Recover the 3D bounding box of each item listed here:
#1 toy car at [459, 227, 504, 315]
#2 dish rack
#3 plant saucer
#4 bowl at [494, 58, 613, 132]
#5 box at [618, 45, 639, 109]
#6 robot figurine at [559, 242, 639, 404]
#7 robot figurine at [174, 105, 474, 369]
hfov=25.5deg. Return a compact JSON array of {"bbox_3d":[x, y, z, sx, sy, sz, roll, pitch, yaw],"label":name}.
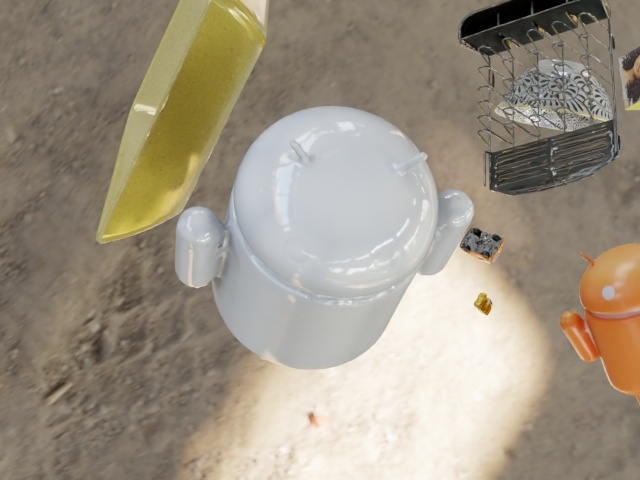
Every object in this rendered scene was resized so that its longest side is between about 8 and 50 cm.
[{"bbox_3d":[0.201,0.043,1.803,0.040,0.060,0.122,51,49,-46],"label":"toy car"},{"bbox_3d":[0.288,-0.195,1.837,0.074,0.208,0.271,33,51,-46],"label":"dish rack"},{"bbox_3d":[-0.140,-0.190,1.595,0.081,0.332,0.333,23,30,-13],"label":"plant saucer"},{"bbox_3d":[0.333,-0.206,1.970,0.170,0.170,0.080,11,86,-28],"label":"bowl"},{"bbox_3d":[0.516,-0.259,2.040,0.058,0.232,0.087,-1,78,-20],"label":"box"},{"bbox_3d":[0.385,0.098,1.694,0.128,0.158,0.219,-33,111,-31],"label":"robot figurine"},{"bbox_3d":[0.000,0.000,1.415,0.300,0.353,0.200,-7,64,-16],"label":"robot figurine"}]
